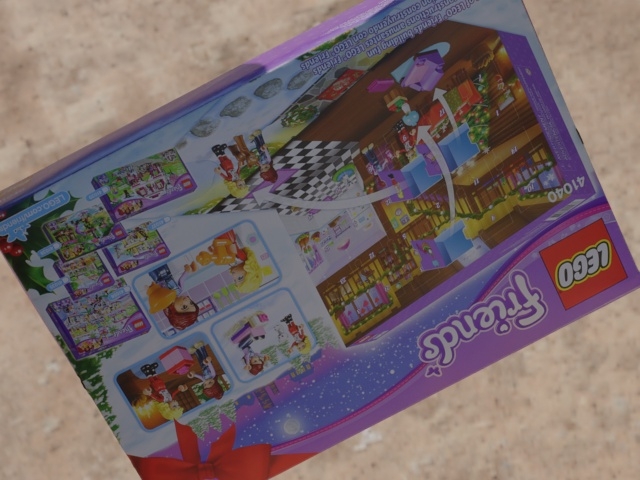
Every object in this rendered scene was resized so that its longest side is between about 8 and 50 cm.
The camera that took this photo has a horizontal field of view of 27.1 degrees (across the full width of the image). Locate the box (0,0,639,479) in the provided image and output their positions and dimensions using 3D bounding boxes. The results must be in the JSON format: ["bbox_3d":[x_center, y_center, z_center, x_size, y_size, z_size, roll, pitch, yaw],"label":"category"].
[{"bbox_3d":[0.000,0.000,0.708,0.293,0.201,0.057,-27,18,0],"label":"box"}]
